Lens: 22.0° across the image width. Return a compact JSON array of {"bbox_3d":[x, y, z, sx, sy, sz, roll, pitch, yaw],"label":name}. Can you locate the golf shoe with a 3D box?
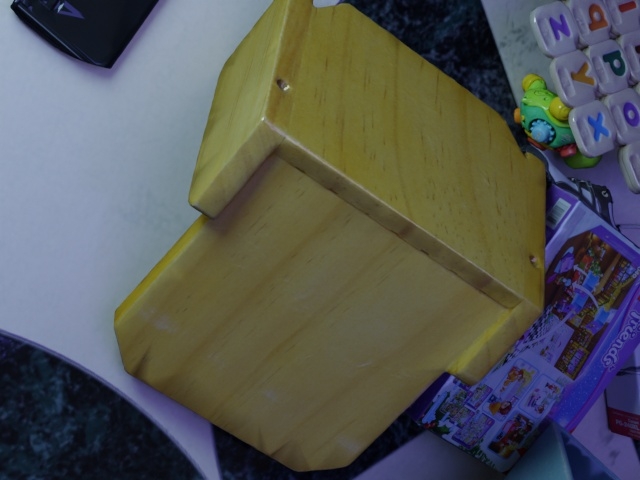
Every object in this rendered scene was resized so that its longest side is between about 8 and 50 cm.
[{"bbox_3d":[0.274,-0.045,1.847,0.094,0.077,0.198,-52,126,-26],"label":"golf shoe"}]

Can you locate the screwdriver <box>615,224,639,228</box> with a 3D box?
[{"bbox_3d":[0.403,-0.015,1.949,0.170,0.025,0.024,1,96,-32],"label":"screwdriver"}]

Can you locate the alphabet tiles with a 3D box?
[{"bbox_3d":[0.331,-0.196,1.820,0.278,0.021,0.284,-23,92,-46],"label":"alphabet tiles"}]

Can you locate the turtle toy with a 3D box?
[{"bbox_3d":[0.267,-0.124,1.822,0.130,0.095,0.066,28,104,-30],"label":"turtle toy"}]

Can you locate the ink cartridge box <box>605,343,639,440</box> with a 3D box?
[{"bbox_3d":[0.393,0.146,1.940,0.109,0.063,0.150,-16,105,-28],"label":"ink cartridge box"}]

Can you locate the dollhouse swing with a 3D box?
[{"bbox_3d":[0.000,0.000,1.667,0.347,0.305,0.315,33,40,-22],"label":"dollhouse swing"}]

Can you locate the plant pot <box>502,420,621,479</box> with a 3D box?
[{"bbox_3d":[0.253,0.394,1.736,0.247,0.248,0.252,43,103,-11],"label":"plant pot"}]

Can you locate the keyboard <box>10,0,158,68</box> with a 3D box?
[{"bbox_3d":[-0.191,-0.335,1.549,0.201,0.033,0.317,41,74,-35],"label":"keyboard"}]

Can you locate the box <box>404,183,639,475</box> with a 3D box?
[{"bbox_3d":[0.240,0.109,1.797,0.201,0.057,0.293,34,94,-35],"label":"box"}]
